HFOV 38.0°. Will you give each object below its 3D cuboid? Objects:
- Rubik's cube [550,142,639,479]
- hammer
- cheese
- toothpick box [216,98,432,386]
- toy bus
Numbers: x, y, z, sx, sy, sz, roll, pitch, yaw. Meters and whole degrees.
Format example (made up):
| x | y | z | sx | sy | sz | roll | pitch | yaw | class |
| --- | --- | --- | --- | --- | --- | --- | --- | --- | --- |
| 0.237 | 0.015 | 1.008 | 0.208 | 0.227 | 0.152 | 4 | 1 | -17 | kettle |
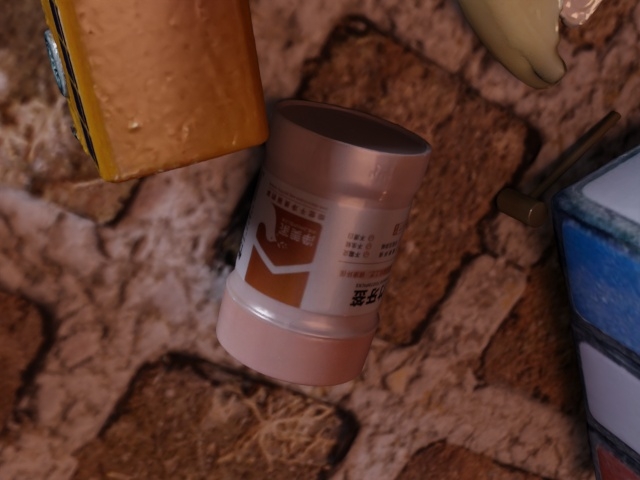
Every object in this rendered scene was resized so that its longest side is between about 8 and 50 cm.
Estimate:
| x | y | z | sx | sy | sz | roll | pitch | yaw | class |
| --- | --- | --- | --- | --- | --- | --- | --- | --- | --- |
| 0.410 | 0.083 | 0.630 | 0.363 | 0.359 | 0.362 | -34 | 123 | -14 | Rubik's cube |
| 0.173 | -0.055 | 0.659 | 0.110 | 0.035 | 0.019 | -44 | 126 | -8 | hammer |
| 0.092 | -0.192 | 0.537 | 0.235 | 0.050 | 0.127 | 28 | 104 | -31 | cheese |
| 0.000 | 0.000 | 0.565 | 0.098 | 0.098 | 0.149 | 6 | 111 | -26 | toothpick box |
| -0.092 | -0.139 | 0.444 | 0.098 | 0.114 | 0.201 | -17 | 121 | -16 | toy bus |
